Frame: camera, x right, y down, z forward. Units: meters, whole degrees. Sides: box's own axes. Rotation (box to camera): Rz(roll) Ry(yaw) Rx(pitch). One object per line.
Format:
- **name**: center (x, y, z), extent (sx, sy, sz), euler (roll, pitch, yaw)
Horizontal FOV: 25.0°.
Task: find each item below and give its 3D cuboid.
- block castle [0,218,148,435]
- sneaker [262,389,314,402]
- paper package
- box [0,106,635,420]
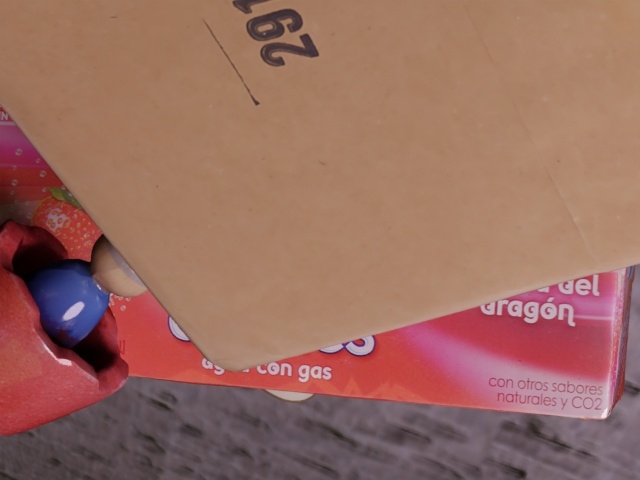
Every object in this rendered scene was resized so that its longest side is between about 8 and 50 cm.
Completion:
- **block castle**: center (-0.256, -0.108, 0.512), extent (0.213, 0.303, 0.453), euler (-31, 85, 8)
- **sneaker**: center (-0.069, 0.033, 0.951), extent (0.192, 0.064, 0.086), euler (28, 139, -7)
- **paper package**: center (0.024, -0.148, 0.425), extent (0.310, 0.168, 0.325), euler (-17, 123, 30)
- **box**: center (0.000, 0.000, 0.703), extent (0.300, 0.142, 0.154), euler (4, 178, 15)
